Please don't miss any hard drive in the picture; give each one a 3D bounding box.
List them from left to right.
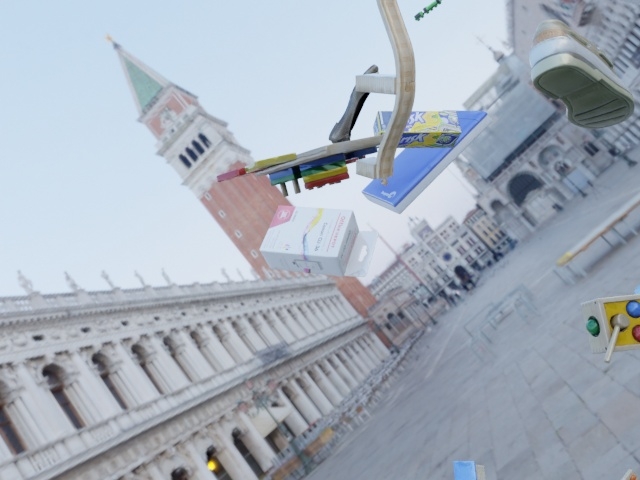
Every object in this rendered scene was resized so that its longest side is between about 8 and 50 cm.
[{"bbox_3d":[0.263,-0.210,1.342,0.318,0.040,0.210,-45,22,-2],"label":"hard drive"}]

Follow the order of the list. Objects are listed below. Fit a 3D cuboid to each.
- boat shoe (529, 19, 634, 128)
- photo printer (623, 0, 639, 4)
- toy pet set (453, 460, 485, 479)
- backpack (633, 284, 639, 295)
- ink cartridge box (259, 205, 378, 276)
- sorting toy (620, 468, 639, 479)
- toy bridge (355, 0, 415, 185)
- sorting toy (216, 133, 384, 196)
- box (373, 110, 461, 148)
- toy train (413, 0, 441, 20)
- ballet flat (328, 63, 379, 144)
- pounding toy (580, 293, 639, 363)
[{"bbox_3d":[0.466,-0.287,0.918,0.113,0.104,0.302,-14,-20,42],"label":"boat shoe"},{"bbox_3d":[0.836,-0.802,1.425,0.107,0.307,0.256,-93,15,-50],"label":"photo printer"},{"bbox_3d":[0.304,0.507,1.049,0.065,0.114,0.122,16,-32,-24],"label":"toy pet set"},{"bbox_3d":[0.851,0.169,1.255,0.117,0.173,0.158,-53,-13,-32],"label":"backpack"},{"bbox_3d":[0.000,0.000,0.988,0.067,0.198,0.115,68,-146,-49],"label":"ink cartridge box"},{"bbox_3d":[0.877,0.670,1.454,0.083,0.062,0.012,-39,0,-17],"label":"sorting toy"},{"bbox_3d":[0.058,-0.142,0.473,0.026,0.063,0.188,-16,-66,-30],"label":"toy bridge"},{"bbox_3d":[0.003,-0.092,0.663,0.132,0.047,0.274,-9,8,43],"label":"sorting toy"},{"bbox_3d":[0.197,-0.228,1.072,0.168,0.059,0.054,-2,-27,-7],"label":"box"},{"bbox_3d":[0.286,-0.616,1.391,0.083,0.017,0.023,-33,-7,25],"label":"toy train"},{"bbox_3d":[0.103,-0.372,1.467,0.250,0.058,0.084,-59,-17,23],"label":"ballet flat"},{"bbox_3d":[0.614,0.183,1.079,0.141,0.130,0.100,-5,-15,-4],"label":"pounding toy"}]
